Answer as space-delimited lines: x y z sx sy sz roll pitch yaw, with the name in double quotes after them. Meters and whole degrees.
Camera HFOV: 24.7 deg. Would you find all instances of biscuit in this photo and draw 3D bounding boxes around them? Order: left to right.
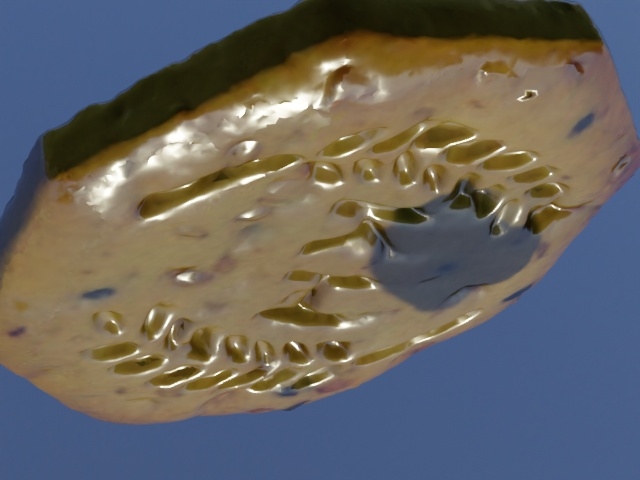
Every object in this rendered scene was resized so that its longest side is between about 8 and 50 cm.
0.001 0.000 0.740 0.359 0.359 0.046 -9 -120 -24 "biscuit"
